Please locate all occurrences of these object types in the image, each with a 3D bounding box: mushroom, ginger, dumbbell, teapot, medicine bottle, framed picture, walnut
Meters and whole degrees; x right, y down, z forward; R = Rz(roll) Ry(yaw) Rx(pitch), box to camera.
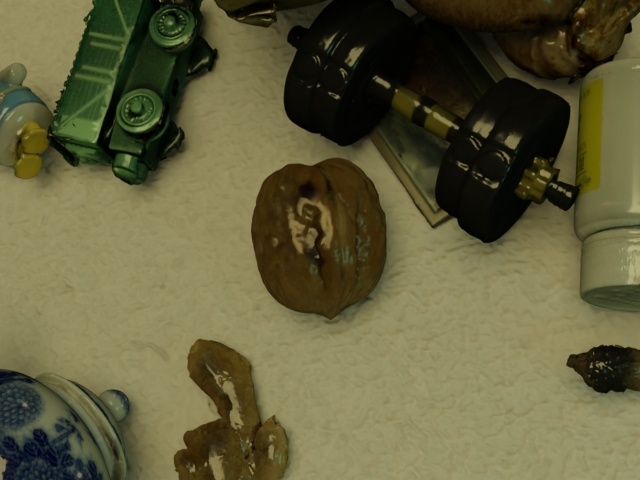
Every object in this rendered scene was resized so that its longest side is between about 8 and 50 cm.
[{"bbox_3d":[0.239,-0.311,1.361,0.283,0.263,0.195,42,129,11],"label":"mushroom"},{"bbox_3d":[-0.118,0.215,1.371,0.133,0.059,0.214,-30,71,-2],"label":"ginger"},{"bbox_3d":[0.118,-0.144,1.340,0.388,0.185,0.185,33,83,19],"label":"dumbbell"},{"bbox_3d":[-0.323,0.252,1.328,0.280,0.252,0.424,-35,87,-37],"label":"teapot"},{"bbox_3d":[0.351,-0.059,1.301,0.144,0.143,0.258,1,74,13],"label":"medicine bottle"},{"bbox_3d":[0.144,-0.161,1.446,0.184,0.016,0.250,-33,69,1],"label":"framed picture"},{"bbox_3d":[0.000,0.000,1.365,0.156,0.155,0.184,-8,82,10],"label":"walnut"}]

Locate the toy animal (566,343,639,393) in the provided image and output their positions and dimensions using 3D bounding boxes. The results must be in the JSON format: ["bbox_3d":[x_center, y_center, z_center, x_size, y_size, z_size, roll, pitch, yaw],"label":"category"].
[{"bbox_3d":[0.371,0.127,1.284,0.220,0.086,0.069,-16,73,-11],"label":"toy animal"}]

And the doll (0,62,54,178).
[{"bbox_3d":[-0.431,-0.174,1.537,0.241,0.135,0.099,36,60,21],"label":"doll"}]

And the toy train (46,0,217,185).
[{"bbox_3d":[-0.233,-0.206,1.494,0.155,0.115,0.269,13,78,14],"label":"toy train"}]

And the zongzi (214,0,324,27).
[{"bbox_3d":[0.070,-0.427,1.381,0.467,0.500,0.218,-18,108,2],"label":"zongzi"}]
